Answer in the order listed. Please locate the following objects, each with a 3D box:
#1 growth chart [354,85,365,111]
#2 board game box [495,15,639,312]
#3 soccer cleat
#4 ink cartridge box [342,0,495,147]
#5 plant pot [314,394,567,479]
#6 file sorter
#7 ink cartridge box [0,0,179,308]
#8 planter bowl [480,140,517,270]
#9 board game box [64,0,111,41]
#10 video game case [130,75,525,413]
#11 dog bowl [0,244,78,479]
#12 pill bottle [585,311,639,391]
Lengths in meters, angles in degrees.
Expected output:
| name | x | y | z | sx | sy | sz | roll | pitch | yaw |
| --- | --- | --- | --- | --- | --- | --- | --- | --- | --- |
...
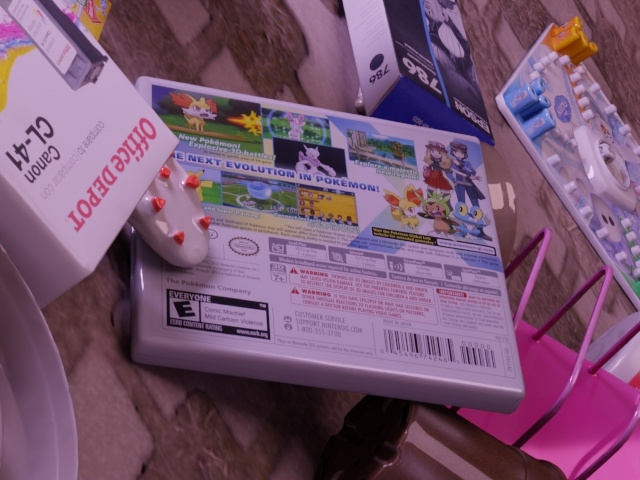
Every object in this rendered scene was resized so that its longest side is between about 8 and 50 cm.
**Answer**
| name | x | y | z | sx | sy | sz | roll | pitch | yaw |
| --- | --- | --- | --- | --- | --- | --- | --- | --- | --- |
| growth chart | 0.118 | -0.110 | 1.964 | 0.237 | 0.021 | 0.172 | 49 | 29 | -19 |
| board game box | 0.412 | -0.107 | 2.420 | 0.390 | 0.050 | 0.390 | 54 | 27 | -8 |
| soccer cleat | -0.159 | -0.057 | 1.383 | 0.196 | 0.076 | 0.068 | 55 | 40 | 0 |
| ink cartridge box | 0.109 | -0.195 | 1.946 | 0.165 | 0.065 | 0.332 | 31 | 35 | -36 |
| plant pot | 0.096 | 0.214 | 1.460 | 0.165 | 0.167 | 0.167 | 39 | 32 | -20 |
| file sorter | 0.267 | 0.156 | 1.612 | 0.291 | 0.182 | 0.202 | 31 | 50 | -5 |
| ink cartridge box | -0.265 | -0.110 | 1.211 | 0.306 | 0.131 | 0.226 | 49 | 28 | -14 |
| planter bowl | 0.109 | -0.024 | 1.741 | 0.109 | 0.162 | 0.162 | 2 | 56 | -27 |
| board game box | -0.235 | -0.189 | 1.452 | 0.103 | 0.026 | 0.154 | 44 | 31 | -25 |
| video game case | 0.000 | 0.000 | 1.468 | 0.329 | 0.036 | 0.300 | 9 | 47 | -16 |
| dog bowl | -0.299 | 0.085 | 0.985 | 0.349 | 0.102 | 0.349 | 40 | 32 | -31 |
| pill bottle | 0.399 | 0.242 | 1.843 | 0.318 | 0.176 | 0.176 | 44 | 28 | -2 |
